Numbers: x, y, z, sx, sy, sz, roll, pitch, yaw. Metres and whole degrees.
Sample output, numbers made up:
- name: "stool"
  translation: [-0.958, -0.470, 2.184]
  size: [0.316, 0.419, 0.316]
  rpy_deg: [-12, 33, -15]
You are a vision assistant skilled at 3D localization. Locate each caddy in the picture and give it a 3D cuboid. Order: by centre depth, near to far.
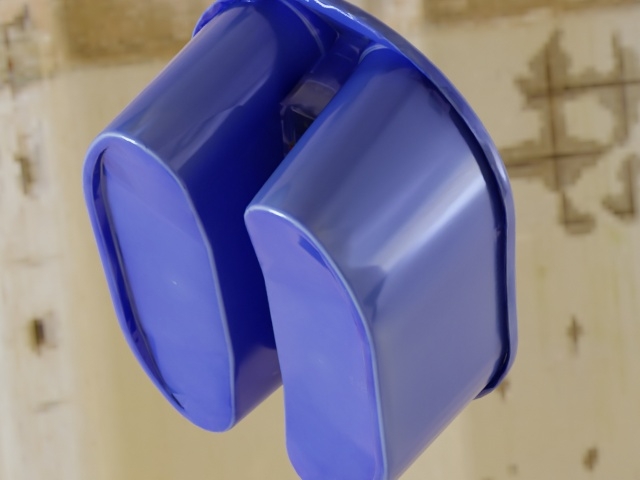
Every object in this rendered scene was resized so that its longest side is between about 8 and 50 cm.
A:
- name: "caddy"
  translation: [0.000, 0.000, 1.114]
  size: [0.241, 0.341, 0.179]
  rpy_deg: [27, -124, 28]
